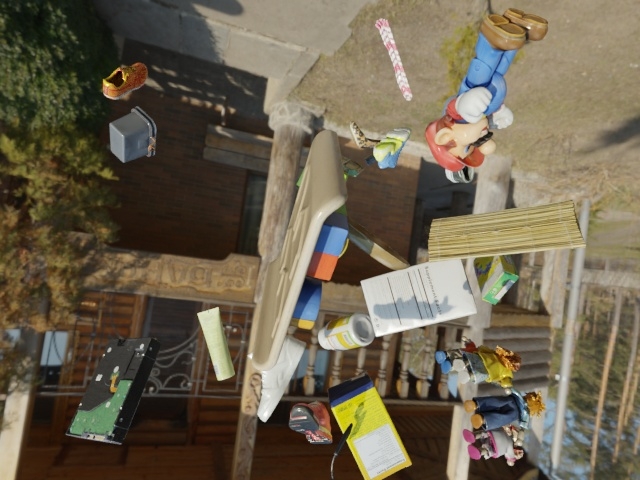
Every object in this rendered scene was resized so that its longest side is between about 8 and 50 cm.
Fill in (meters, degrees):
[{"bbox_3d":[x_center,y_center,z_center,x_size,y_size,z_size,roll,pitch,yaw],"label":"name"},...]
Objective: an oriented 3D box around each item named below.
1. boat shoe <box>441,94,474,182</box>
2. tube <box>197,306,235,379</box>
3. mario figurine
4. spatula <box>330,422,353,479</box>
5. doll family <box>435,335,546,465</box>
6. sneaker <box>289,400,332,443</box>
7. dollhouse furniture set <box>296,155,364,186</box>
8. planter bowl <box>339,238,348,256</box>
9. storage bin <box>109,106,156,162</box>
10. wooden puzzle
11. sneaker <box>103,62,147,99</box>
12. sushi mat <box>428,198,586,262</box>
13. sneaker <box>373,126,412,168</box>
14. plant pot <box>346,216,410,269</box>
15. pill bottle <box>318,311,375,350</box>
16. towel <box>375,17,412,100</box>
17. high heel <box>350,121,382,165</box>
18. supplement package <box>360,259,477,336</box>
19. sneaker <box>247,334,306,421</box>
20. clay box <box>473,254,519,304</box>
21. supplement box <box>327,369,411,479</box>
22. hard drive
[{"bbox_3d":[0.546,-0.381,1.526,0.121,0.334,0.119,-21,-155,-18],"label":"boat shoe"},{"bbox_3d":[-0.355,0.355,1.385,0.070,0.240,0.062,-16,175,-21],"label":"tube"},{"bbox_3d":[0.332,-0.256,0.786,0.198,0.170,0.320,-1,143,-9],"label":"mario figurine"},{"bbox_3d":[0.051,0.776,1.403,0.030,0.296,0.084,20,140,15],"label":"spatula"},{"bbox_3d":[0.365,0.311,0.819,0.163,0.262,0.118,-1,151,-21],"label":"doll family"},{"bbox_3d":[-0.039,0.687,1.577,0.116,0.136,0.313,-10,135,15],"label":"sneaker"},{"bbox_3d":[0.057,-0.301,1.859,0.198,0.151,0.301,31,-154,9],"label":"dollhouse furniture set"},{"bbox_3d":[0.000,0.000,1.576,0.217,0.217,0.090,8,-165,4],"label":"planter bowl"},{"bbox_3d":[-0.505,-0.272,1.080,0.098,0.091,0.135,43,142,6],"label":"storage bin"},{"bbox_3d":[-0.024,0.009,0.719,0.081,0.347,0.322,17,-150,-12],"label":"wooden puzzle"},{"bbox_3d":[-0.556,-0.472,1.162,0.064,0.175,0.067,28,140,-9],"label":"sneaker"},{"bbox_3d":[0.405,-0.019,0.915,0.317,0.151,0.019,-8,132,29],"label":"sushi mat"},{"bbox_3d":[0.315,-0.398,1.755,0.091,0.126,0.240,28,-125,37],"label":"sneaker"},{"bbox_3d":[0.108,0.000,0.948,0.236,0.032,0.236,35,-172,-5],"label":"plant pot"},{"bbox_3d":[0.102,0.394,1.708,0.137,0.136,0.246,10,154,-36],"label":"pill bottle"},{"bbox_3d":[0.187,-0.446,1.003,0.029,0.196,0.144,-18,-163,19],"label":"towel"},{"bbox_3d":[0.260,-0.509,1.955,0.186,0.093,0.261,-30,130,8],"label":"high heel"},{"bbox_3d":[0.300,0.165,1.215,0.293,0.175,0.177,-18,168,18],"label":"supplement package"},{"bbox_3d":[-0.187,0.455,1.389,0.169,0.292,0.108,26,168,-2],"label":"sneaker"},{"bbox_3d":[0.570,0.091,1.322,0.053,0.127,0.222,24,-147,-2],"label":"clay box"},{"bbox_3d":[0.192,0.755,1.648,0.194,0.356,0.195,-25,176,-3],"label":"supplement box"},{"bbox_3d":[-0.706,0.506,1.387,0.237,0.338,0.064,-10,140,28],"label":"hard drive"}]
